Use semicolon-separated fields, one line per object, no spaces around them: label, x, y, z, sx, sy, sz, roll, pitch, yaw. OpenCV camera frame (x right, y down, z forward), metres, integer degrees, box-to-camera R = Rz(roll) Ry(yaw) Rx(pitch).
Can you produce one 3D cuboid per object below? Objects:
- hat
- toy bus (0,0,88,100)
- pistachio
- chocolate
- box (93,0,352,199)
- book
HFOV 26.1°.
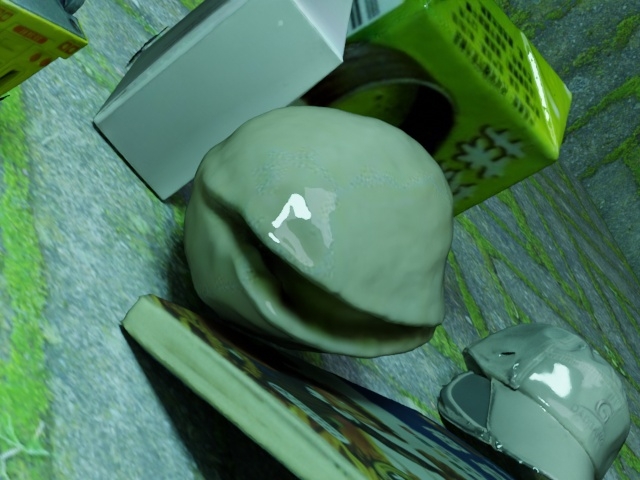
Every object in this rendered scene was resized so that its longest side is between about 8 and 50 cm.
hat;0.249;0.198;1.487;0.232;0.161;0.275;45;21;-12
toy bus;-0.293;-0.251;0.930;0.330;0.152;0.144;59;12;13
pistachio;0.000;0.000;1.102;0.226;0.208;0.332;51;14;13
chocolate;0.076;-0.140;1.475;0.289;0.301;0.137;42;33;-33
box;-0.080;-0.170;1.246;0.106;0.203;0.252;50;16;-14
book;0.071;0.176;1.051;0.300;0.039;0.428;34;3;36
